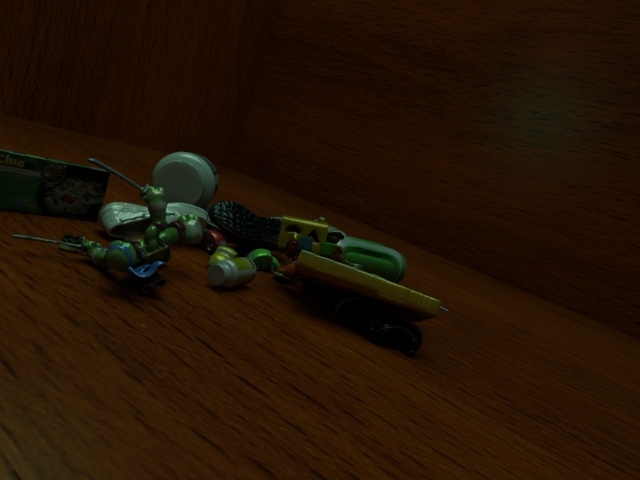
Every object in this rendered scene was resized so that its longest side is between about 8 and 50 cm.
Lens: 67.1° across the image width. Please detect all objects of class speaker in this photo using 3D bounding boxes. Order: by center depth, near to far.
[{"bbox_3d":[0.127,0.065,1.548,0.297,0.131,0.131,14,11,-29],"label":"speaker"}]

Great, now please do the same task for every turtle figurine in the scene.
[{"bbox_3d":[-0.368,-0.032,0.951,0.275,0.197,0.266,26,5,9],"label":"turtle figurine"}]

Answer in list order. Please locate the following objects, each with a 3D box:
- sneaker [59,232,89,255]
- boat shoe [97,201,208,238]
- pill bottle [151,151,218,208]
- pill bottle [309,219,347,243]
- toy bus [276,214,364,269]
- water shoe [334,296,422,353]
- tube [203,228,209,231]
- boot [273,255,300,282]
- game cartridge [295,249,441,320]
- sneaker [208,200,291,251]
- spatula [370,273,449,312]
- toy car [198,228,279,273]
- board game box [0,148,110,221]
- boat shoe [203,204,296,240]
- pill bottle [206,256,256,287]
[{"bbox_3d":[-0.482,0.008,0.981,0.083,0.035,0.031,13,12,-29],"label":"sneaker"},{"bbox_3d":[-0.404,-0.033,1.212,0.277,0.098,0.096,-3,39,-38],"label":"boat shoe"},{"bbox_3d":[-0.394,-0.170,1.414,0.177,0.176,0.318,17,6,-11],"label":"pill bottle"},{"bbox_3d":[0.030,0.008,1.710,0.118,0.117,0.208,13,11,-33],"label":"pill bottle"},{"bbox_3d":[-0.011,-0.003,1.186,0.191,0.104,0.202,0,-15,39],"label":"toy bus"},{"bbox_3d":[0.126,0.183,1.057,0.203,0.072,0.080,18,14,8],"label":"water shoe"},{"bbox_3d":[-0.388,-0.041,1.410,0.207,0.052,0.080,27,26,18],"label":"tube"},{"bbox_3d":[-0.073,0.065,1.304,0.059,0.084,0.158,24,12,20],"label":"boot"},{"bbox_3d":[0.104,0.123,1.165,0.324,0.052,0.285,21,-11,7],"label":"game cartridge"},{"bbox_3d":[-0.223,-0.019,1.410,0.283,0.124,0.107,22,48,-43],"label":"sneaker"},{"bbox_3d":[0.185,0.122,1.192,0.242,0.019,0.168,26,-12,-21],"label":"spatula"},{"bbox_3d":[-0.206,0.034,1.283,0.225,0.053,0.239,15,13,-28],"label":"toy car"},{"bbox_3d":[-0.642,-0.126,1.134,0.260,0.136,0.030,9,15,-47],"label":"board game box"},{"bbox_3d":[-0.239,-0.031,1.567,0.336,0.095,0.112,9,49,-31],"label":"boat shoe"},{"bbox_3d":[-0.199,0.072,1.078,0.065,0.065,0.116,23,10,21],"label":"pill bottle"}]
